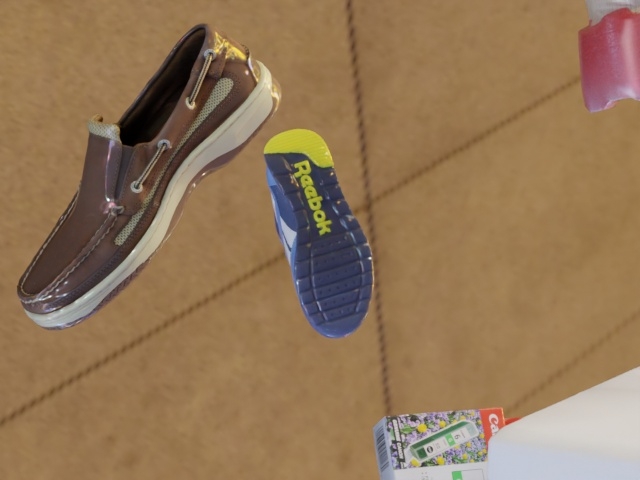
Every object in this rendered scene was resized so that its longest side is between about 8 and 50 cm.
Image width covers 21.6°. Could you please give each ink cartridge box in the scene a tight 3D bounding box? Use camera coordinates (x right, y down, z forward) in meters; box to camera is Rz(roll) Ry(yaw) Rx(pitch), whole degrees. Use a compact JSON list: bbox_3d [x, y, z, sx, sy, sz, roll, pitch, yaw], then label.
[{"bbox_3d":[0.093,0.135,1.013,0.115,0.029,0.063,-3,69,-17],"label":"ink cartridge box"}]

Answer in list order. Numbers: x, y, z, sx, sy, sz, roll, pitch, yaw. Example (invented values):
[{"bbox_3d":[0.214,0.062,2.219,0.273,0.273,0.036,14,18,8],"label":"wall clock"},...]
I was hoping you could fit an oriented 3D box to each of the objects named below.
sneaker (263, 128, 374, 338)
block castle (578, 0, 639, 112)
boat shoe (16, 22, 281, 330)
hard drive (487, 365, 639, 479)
[{"bbox_3d":[0.000,0.000,1.093,0.053,0.144,0.059,-10,156,-8],"label":"sneaker"},{"bbox_3d":[0.404,-0.190,1.061,0.303,0.453,0.213,-18,94,-62],"label":"block castle"},{"bbox_3d":[-0.145,-0.055,1.235,0.257,0.095,0.095,-51,125,-14],"label":"boat shoe"},{"bbox_3d":[0.297,0.121,0.876,0.233,0.353,0.047,-11,104,-55],"label":"hard drive"}]
